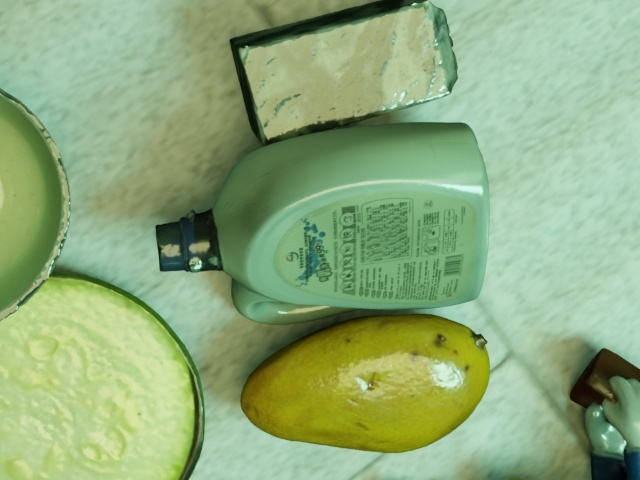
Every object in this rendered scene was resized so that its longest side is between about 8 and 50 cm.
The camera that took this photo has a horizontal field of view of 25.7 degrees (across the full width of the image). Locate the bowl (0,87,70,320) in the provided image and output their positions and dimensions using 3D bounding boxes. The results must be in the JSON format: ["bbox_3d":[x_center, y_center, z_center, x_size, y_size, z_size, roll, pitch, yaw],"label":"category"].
[{"bbox_3d":[-0.308,-0.035,1.158,0.211,0.112,0.211,-1,97,-5],"label":"bowl"}]

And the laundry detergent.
[{"bbox_3d":[0.000,0.000,1.212,0.280,0.105,0.215,-11,142,-5],"label":"laundry detergent"}]

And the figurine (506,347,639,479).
[{"bbox_3d":[0.286,0.247,1.283,0.338,0.204,0.283,-23,90,-15],"label":"figurine"}]

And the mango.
[{"bbox_3d":[0.041,0.134,1.266,0.227,0.109,0.147,-10,138,-2],"label":"mango"}]

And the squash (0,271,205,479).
[{"bbox_3d":[-0.225,0.150,1.240,0.252,0.049,0.252,0,100,-1],"label":"squash"}]

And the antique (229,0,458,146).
[{"bbox_3d":[0.022,-0.151,1.208,0.183,0.086,0.088,-15,107,-6],"label":"antique"}]
